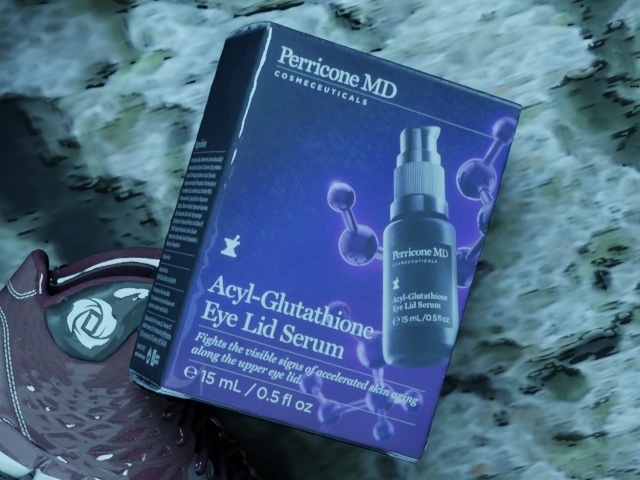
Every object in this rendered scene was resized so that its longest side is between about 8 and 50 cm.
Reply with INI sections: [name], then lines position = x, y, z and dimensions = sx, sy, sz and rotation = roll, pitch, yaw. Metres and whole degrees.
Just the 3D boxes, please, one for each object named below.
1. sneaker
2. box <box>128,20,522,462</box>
[sneaker]
position = -0.078, 0.103, 1.171
dimensions = 0.281, 0.106, 0.162
rotation = 31, 102, -11
[box]
position = 0.000, 0.000, 1.096
dimensions = 0.153, 0.108, 0.207
rotation = 16, 88, -15
